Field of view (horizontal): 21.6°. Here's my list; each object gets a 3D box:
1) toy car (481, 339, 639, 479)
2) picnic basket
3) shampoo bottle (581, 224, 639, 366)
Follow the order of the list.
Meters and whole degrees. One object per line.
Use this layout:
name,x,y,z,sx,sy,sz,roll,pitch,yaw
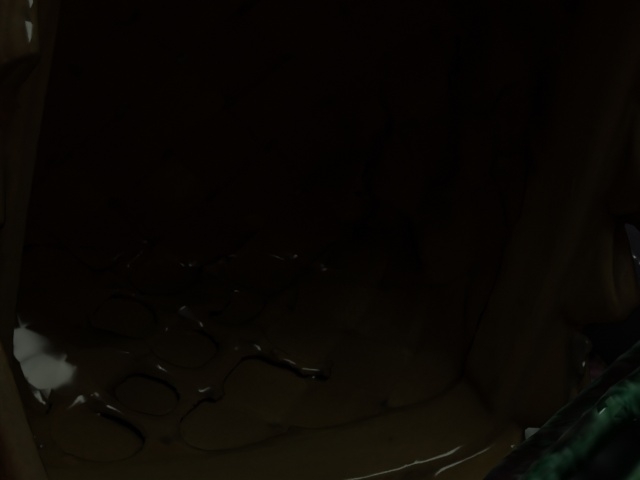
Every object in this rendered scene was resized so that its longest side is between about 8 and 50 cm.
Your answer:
toy car,0.080,0.167,0.401,0.097,0.320,0.141,24,43,35
picnic basket,0.000,0.000,0.547,0.254,0.291,0.321,-7,39,-23
shampoo bottle,0.115,-0.030,0.764,0.098,0.071,0.309,-24,56,-29
